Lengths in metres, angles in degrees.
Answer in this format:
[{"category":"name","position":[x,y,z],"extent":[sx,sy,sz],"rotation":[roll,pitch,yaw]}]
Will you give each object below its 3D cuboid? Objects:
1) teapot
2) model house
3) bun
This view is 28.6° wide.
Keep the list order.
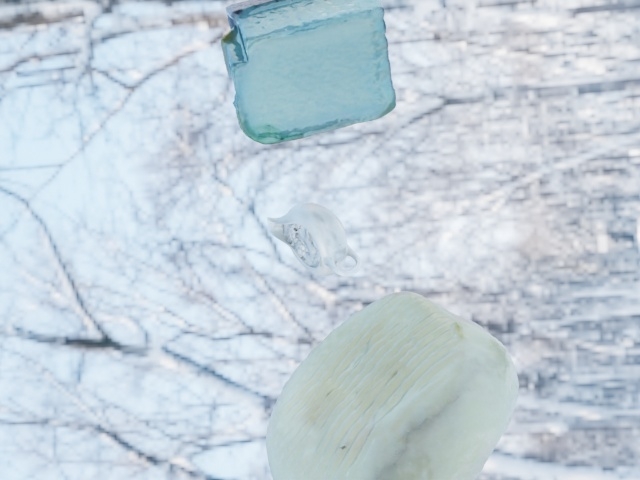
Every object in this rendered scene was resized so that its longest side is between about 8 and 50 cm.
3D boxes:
[{"category":"teapot","position":[0.000,0.000,2.327],"extent":[0.092,0.226,0.145],"rotation":[-30,-47,-26]},{"category":"model house","position":[-0.033,-0.340,2.140],"extent":[0.248,0.281,0.230],"rotation":[-108,7,-49]},{"category":"bun","position":[0.110,0.237,1.643],"extent":[0.213,0.361,0.361],"rotation":[46,-144,-29]}]
